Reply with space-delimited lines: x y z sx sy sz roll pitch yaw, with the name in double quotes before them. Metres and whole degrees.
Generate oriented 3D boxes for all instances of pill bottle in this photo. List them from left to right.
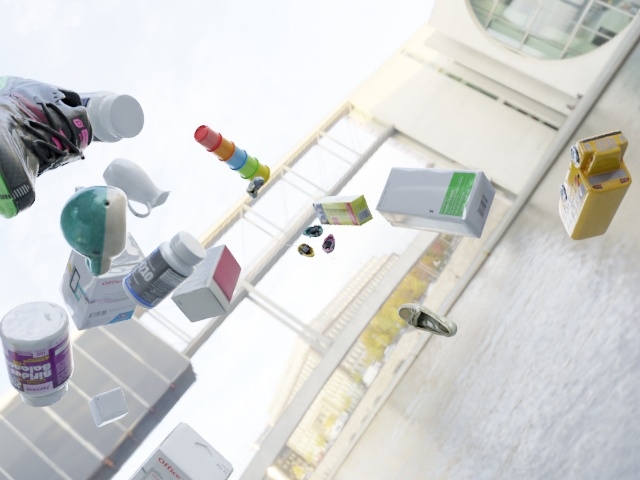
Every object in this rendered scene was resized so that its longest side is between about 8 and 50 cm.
"pill bottle" -0.794 0.331 1.440 0.169 0.169 0.301 -40 -29 -49
"pill bottle" -0.662 -0.366 1.515 0.153 0.265 0.153 -18 -69 -58
"pill bottle" -0.270 0.050 0.889 0.137 0.078 0.078 -41 -12 9

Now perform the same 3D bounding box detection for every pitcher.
"pitcher" -0.631 -0.172 1.706 0.125 0.207 0.177 -47 12 33

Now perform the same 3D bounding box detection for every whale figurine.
"whale figurine" -0.540 -0.016 1.201 0.141 0.216 0.272 5 -30 -28

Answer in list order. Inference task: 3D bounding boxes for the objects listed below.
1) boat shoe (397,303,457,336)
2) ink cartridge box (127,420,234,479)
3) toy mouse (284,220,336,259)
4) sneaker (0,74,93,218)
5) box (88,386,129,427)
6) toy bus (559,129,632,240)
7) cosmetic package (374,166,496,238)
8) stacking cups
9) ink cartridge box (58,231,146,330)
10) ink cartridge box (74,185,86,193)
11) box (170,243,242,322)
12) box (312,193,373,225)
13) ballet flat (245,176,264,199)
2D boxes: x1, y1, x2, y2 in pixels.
"boat shoe" 0.254 0.195 1.238 0.048 0.153 0.056 2 -71 -59
"ink cartridge box" -0.408 0.675 1.426 0.283 0.207 0.117 -50 -3 28
"toy mouse" 0.000 0.000 1.495 0.143 0.161 0.031 -51 -33 -20
"sneaker" -0.573 -0.219 1.024 0.202 0.482 0.185 -4 -51 -17
"box" -0.775 0.610 1.863 0.101 0.102 0.087 -12 -22 -44
"toy bus" 0.700 -0.133 1.306 0.332 0.108 0.130 60 -161 -60
"cosmetic package" 0.403 -0.140 1.810 0.155 0.366 0.196 36 -110 -46
"stacking cups" -0.303 -0.283 1.723 0.316 0.096 0.096 30 -88 -50
"ink cartridge box" -0.741 0.136 1.751 0.198 0.197 0.270 -8 -39 -48
"ink cartridge box" -0.847 -0.087 1.843 0.045 0.145 0.179 -11 -52 -51
"box" -0.379 0.143 1.722 0.232 0.149 0.126 -81 -32 -53
"box" 0.065 -0.092 1.585 0.058 0.087 0.232 -31 18 -26
"ballet flat" -0.202 -0.156 1.518 0.041 0.041 0.114 -48 1 -32
